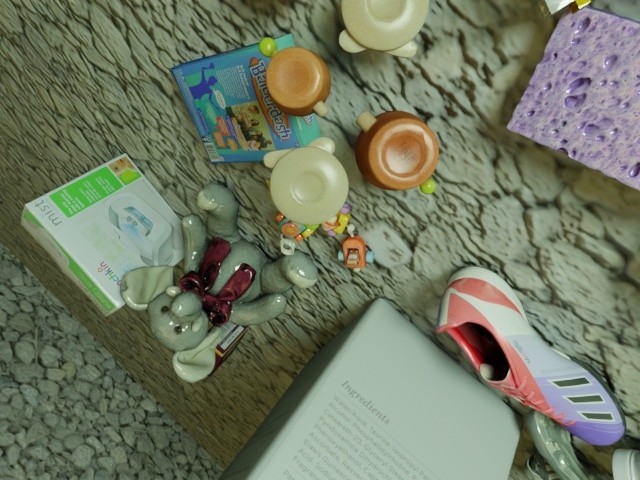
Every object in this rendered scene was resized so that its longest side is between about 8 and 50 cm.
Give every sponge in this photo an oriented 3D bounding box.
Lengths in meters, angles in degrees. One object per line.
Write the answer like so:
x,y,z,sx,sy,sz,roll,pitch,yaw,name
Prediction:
0.281,-0.105,0.357,0.210,0.031,0.117,38,132,27,sponge

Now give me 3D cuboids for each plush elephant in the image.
-0.221,0.101,0.812,0.272,0.255,0.330,44,140,0,plush elephant

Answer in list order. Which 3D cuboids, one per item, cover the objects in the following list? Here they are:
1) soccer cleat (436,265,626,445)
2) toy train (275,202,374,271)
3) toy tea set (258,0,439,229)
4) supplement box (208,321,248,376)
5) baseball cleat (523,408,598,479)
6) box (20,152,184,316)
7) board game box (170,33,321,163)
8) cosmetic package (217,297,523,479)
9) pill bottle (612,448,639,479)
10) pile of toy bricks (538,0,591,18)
0.279,0.180,0.576,0.318,0.116,0.109,47,140,-3,soccer cleat
0.000,0.000,0.682,0.167,0.046,0.125,6,121,18,toy train
0.025,-0.187,0.483,0.200,0.124,0.335,-7,104,4,toy tea set
-0.269,0.270,1.113,0.081,0.104,0.188,40,140,4,supplement box
0.366,0.354,0.689,0.109,0.072,0.205,-26,105,48,baseball cleat
-0.446,-0.012,0.922,0.127,0.231,0.262,-25,105,48,box
-0.109,-0.196,0.628,0.210,0.047,0.160,7,127,36,board game box
0.059,0.383,0.715,0.327,0.393,0.329,41,140,5,cosmetic package
0.479,0.310,0.539,0.169,0.094,0.094,-22,108,47,pill bottle
0.175,-0.284,0.292,0.105,0.118,0.212,-29,95,16,pile of toy bricks
